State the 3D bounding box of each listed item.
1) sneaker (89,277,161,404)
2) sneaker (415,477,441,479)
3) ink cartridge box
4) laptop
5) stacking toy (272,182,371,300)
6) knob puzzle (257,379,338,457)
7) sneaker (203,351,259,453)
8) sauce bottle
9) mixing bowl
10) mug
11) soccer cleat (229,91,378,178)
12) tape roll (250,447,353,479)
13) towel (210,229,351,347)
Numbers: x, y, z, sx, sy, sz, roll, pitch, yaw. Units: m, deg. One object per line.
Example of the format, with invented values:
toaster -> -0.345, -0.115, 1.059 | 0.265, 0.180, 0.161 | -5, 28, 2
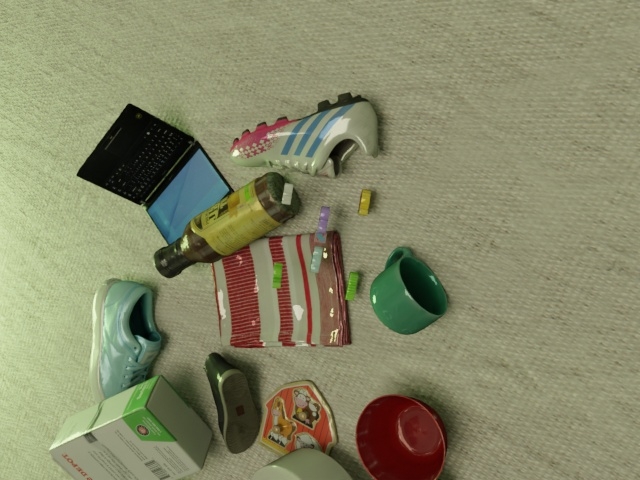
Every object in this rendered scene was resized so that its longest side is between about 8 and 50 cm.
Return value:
sneaker -> -0.449, 0.274, 1.678 | 0.150, 0.135, 0.365 | 0, 98, 31
sneaker -> 0.158, 0.521, 1.378 | 0.258, 0.091, 0.094 | -35, 82, 50
ink cartridge box -> -0.428, 0.458, 1.616 | 0.289, 0.121, 0.211 | -26, 114, 19
laptop -> -0.371, -0.129, 1.582 | 0.234, 0.264, 0.136 | -44, 37, 26
stacking toy -> 0.000, 0.000, 1.375 | 0.167, 0.052, 0.221 | 8, 96, -2
knob puzzle -> -0.050, 0.388, 1.515 | 0.213, 0.030, 0.213 | 4, 97, 31
sneaker -> -0.200, 0.358, 1.584 | 0.118, 0.083, 0.221 | 35, 132, 55
sauce bottle -> -0.208, -0.021, 1.497 | 0.345, 0.111, 0.111 | -29, 80, 22
mixing bowl -> 0.168, 0.369, 1.342 | 0.182, 0.098, 0.181 | 2, 93, 32
mug -> 0.157, 0.101, 1.316 | 0.129, 0.157, 0.097 | 45, 120, -8
soccer cleat -> -0.037, -0.175, 1.393 | 0.332, 0.116, 0.143 | -16, 86, 30
tape roll -> -0.023, 0.571, 1.438 | 0.286, 0.100, 0.285 | 14, 110, 44
towel -> -0.095, 0.110, 1.507 | 0.329, 0.037, 0.236 | -6, 92, 31
